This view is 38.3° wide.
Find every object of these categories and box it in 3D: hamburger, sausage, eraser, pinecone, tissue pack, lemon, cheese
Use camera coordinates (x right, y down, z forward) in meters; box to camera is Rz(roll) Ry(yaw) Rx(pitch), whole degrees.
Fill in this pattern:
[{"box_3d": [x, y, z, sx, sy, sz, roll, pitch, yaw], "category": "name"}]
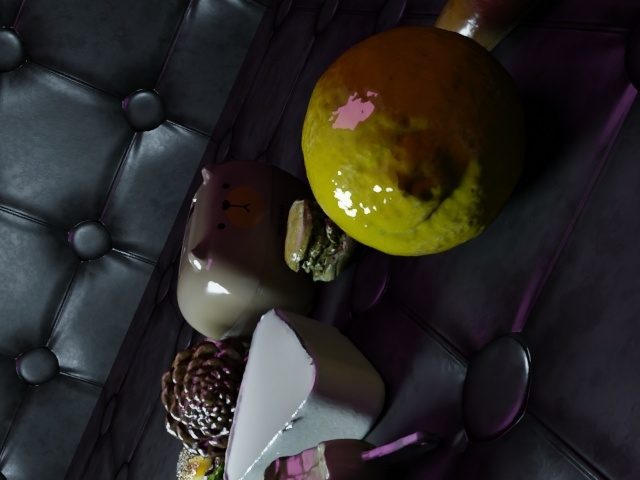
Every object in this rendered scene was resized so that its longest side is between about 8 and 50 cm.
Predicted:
[{"box_3d": [0.000, 0.000, 1.796, 0.185, 0.131, 0.159, -170, 92, -76], "category": "hamburger"}, {"box_3d": [0.319, -0.421, 1.422, 0.501, 0.123, 0.136, -38, 65, 53], "category": "sausage"}, {"box_3d": [-0.246, 0.474, 1.972, 0.164, 0.093, 0.189, -66, 22, 4], "category": "hamburger"}, {"box_3d": [-0.035, 0.252, 1.598, 0.331, 0.149, 0.331, -49, 31, 43], "category": "eraser"}, {"box_3d": [-0.193, 0.313, 1.824, 0.309, 0.244, 0.244, 132, 157, -81], "category": "pinecone"}, {"box_3d": [-0.164, 0.022, 1.964, 0.267, 0.276, 0.387, -51, 25, 44], "category": "tissue pack"}, {"box_3d": [0.134, -0.147, 1.327, 0.348, 0.348, 0.348, -51, 27, 38], "category": "lemon"}, {"box_3d": [0.046, 0.327, 1.330, 0.286, 0.163, 0.082, -33, 53, 33], "category": "cheese"}]

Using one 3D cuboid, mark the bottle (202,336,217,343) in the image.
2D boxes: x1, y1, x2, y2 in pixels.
[{"box_3d": [-0.263, 0.311, 2.150, 0.233, 0.110, 0.110, -60, 22, 20], "category": "bottle"}]
